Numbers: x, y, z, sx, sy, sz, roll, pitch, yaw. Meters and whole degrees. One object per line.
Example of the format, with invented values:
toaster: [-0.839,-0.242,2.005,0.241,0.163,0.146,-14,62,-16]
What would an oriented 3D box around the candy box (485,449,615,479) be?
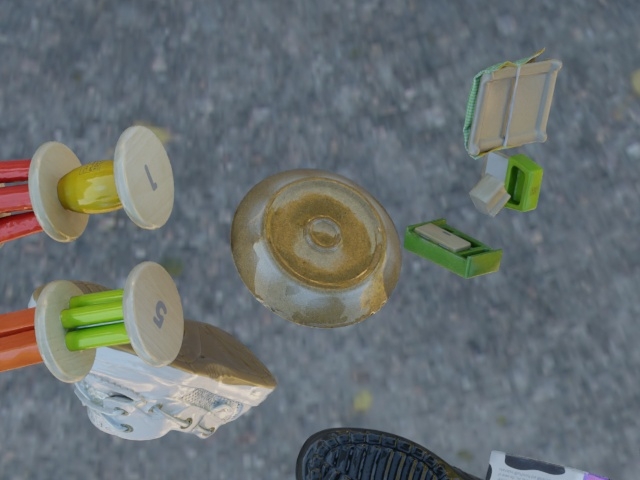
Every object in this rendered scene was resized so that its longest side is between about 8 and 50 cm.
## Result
candy box: [0.146,0.235,1.096,0.165,0.070,0.196,21,80,-49]

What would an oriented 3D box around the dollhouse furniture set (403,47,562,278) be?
dollhouse furniture set: [0.101,-0.056,1.225,0.076,0.058,0.151,-14,122,-42]

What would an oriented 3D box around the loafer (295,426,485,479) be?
loafer: [0.074,0.192,1.320,0.220,0.078,0.080,25,79,-18]

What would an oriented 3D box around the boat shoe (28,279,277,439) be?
boat shoe: [-0.134,0.105,1.395,0.096,0.098,0.277,-50,148,9]

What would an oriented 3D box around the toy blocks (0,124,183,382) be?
toy blocks: [-0.148,0.013,0.957,0.148,0.054,0.123,-9,79,24]

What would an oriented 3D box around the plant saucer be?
plant saucer: [0.000,0.000,0.883,0.083,0.083,0.015,12,152,-10]
